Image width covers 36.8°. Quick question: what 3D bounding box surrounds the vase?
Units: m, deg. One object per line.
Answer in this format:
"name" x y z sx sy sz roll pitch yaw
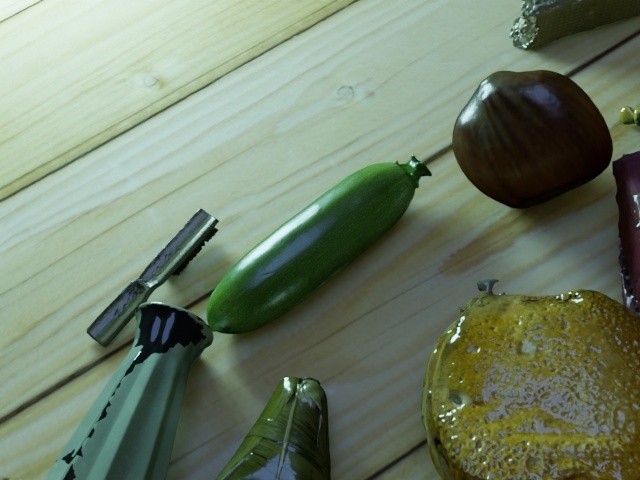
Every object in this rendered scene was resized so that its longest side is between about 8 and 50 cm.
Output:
"vase" -0.249 0.257 1.222 0.165 0.165 0.360 9 56 14

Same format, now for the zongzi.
"zongzi" 0.001 0.281 1.199 0.204 0.094 0.205 26 65 18

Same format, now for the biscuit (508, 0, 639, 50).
"biscuit" 0.421 -0.380 1.535 0.238 0.108 0.062 -17 63 -3

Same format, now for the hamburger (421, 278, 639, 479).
"hamburger" 0.267 0.193 1.166 0.289 0.170 0.314 -1 59 5

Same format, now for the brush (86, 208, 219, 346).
"brush" -0.241 0.057 1.411 0.043 0.036 0.248 33 75 30

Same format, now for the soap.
"soap" 0.453 0.005 1.250 0.112 0.182 0.289 -3 62 6

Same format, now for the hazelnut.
"hazelnut" 0.300 -0.150 1.361 0.210 0.210 0.186 41 30 28

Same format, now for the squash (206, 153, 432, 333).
"squash" 0.000 0.000 1.366 0.395 0.107 0.107 -37 60 -15

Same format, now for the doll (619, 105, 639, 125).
"doll" 0.541 -0.214 1.432 0.179 0.102 0.089 -14 100 -5
